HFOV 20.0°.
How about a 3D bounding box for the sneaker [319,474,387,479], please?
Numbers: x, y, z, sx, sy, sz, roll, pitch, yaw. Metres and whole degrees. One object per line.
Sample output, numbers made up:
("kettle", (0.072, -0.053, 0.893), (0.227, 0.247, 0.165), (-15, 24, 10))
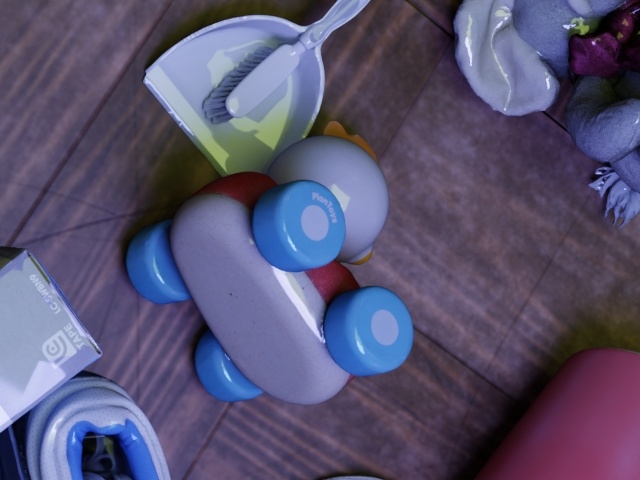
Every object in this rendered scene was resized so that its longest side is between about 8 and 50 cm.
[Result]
("sneaker", (-0.014, 0.275, 1.619), (0.225, 0.093, 0.088), (-18, 98, -23))

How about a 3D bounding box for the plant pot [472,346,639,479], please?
("plant pot", (0.261, 0.249, 1.665), (0.275, 0.275, 0.243), (40, 64, -20))

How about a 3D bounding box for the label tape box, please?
("label tape box", (-0.355, 0.139, 1.382), (0.333, 0.240, 0.106), (-39, 106, -19))

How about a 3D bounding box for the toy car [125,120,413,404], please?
("toy car", (0.000, 0.000, 1.577), (0.238, 0.219, 0.210), (-45, 109, -37))

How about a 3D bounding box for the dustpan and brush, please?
("dustpan and brush", (-0.033, -0.162, 1.618), (0.211, 0.060, 0.147), (-45, 108, -17))

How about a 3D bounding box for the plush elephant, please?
("plush elephant", (0.286, -0.185, 1.672), (0.272, 0.330, 0.255), (-34, 82, -33))

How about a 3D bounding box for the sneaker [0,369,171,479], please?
("sneaker", (-0.197, 0.266, 1.458), (0.130, 0.236, 0.323), (0, 91, -24))
